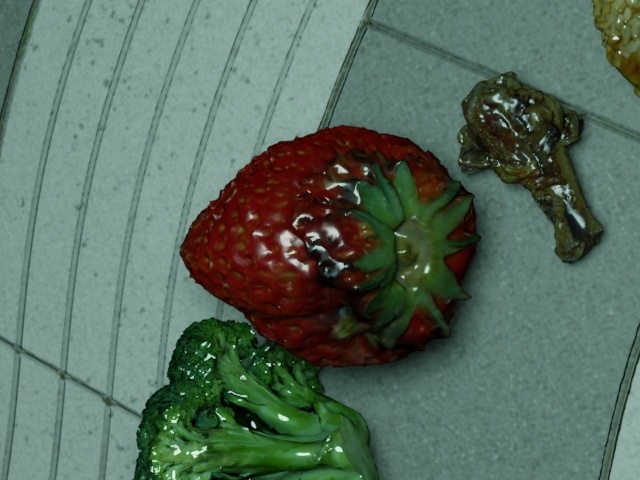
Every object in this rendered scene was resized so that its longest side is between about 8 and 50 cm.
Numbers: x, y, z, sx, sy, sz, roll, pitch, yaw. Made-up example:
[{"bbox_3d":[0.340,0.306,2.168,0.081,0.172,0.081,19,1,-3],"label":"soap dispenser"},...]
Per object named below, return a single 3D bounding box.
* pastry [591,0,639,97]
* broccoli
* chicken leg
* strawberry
[{"bbox_3d":[0.393,-0.222,1.663,0.311,0.162,0.255,32,97,21],"label":"pastry"},{"bbox_3d":[-0.071,0.226,1.787,0.245,0.265,0.294,-15,55,12],"label":"broccoli"},{"bbox_3d":[0.218,-0.080,1.781,0.196,0.080,0.125,42,113,13],"label":"chicken leg"},{"bbox_3d":[0.000,0.000,1.786,0.288,0.250,0.238,3,52,51],"label":"strawberry"}]
